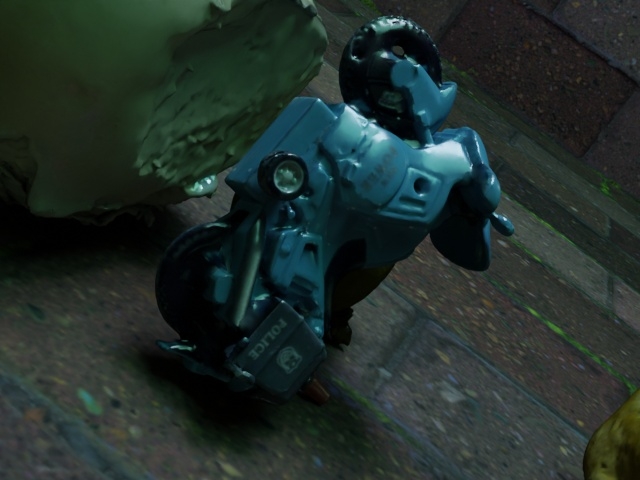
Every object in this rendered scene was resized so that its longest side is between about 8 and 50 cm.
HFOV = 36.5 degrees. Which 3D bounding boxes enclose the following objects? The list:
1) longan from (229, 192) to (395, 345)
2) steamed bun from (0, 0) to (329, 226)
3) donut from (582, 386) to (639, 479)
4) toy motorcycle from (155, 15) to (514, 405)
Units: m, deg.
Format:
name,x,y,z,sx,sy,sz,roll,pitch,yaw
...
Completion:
name,x,y,z,sx,sy,sz,roll,pitch,yaw
longan,0.000,0.000,0.791,0.145,0.176,0.154,-3,11,44
steamed bun,-0.182,-0.161,0.703,0.312,0.233,0.334,42,17,24
donut,0.373,0.248,0.763,0.360,0.170,0.360,32,21,-14
toy motorcycle,0.017,-0.003,0.649,0.182,0.272,0.123,46,-12,-24
